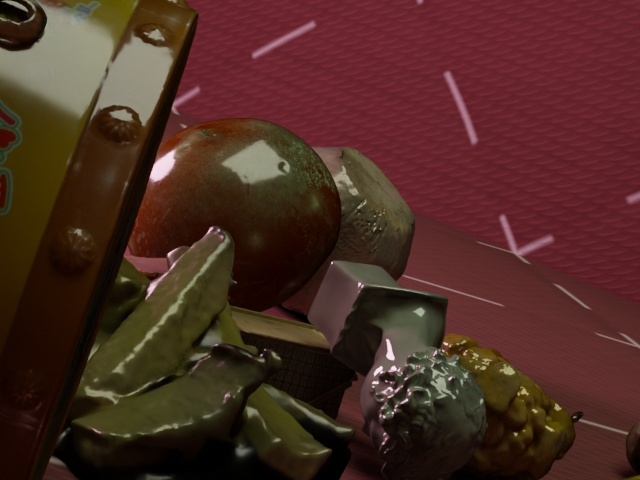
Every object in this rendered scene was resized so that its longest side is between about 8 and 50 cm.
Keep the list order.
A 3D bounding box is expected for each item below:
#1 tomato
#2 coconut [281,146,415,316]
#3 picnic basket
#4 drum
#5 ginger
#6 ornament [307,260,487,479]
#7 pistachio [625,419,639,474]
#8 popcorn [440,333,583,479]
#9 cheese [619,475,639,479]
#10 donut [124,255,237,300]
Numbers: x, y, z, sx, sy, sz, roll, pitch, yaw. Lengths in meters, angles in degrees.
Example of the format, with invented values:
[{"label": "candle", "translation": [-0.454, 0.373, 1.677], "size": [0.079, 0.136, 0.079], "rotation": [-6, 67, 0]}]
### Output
[{"label": "tomato", "translation": [-0.114, -0.040, 2.158], "size": [0.270, 0.223, 0.270], "rotation": [-16, 31, 10]}, {"label": "coconut", "translation": [0.000, 0.001, 2.375], "size": [0.227, 0.230, 0.227], "rotation": [42, 19, -18]}, {"label": "picnic basket", "translation": [-0.053, 0.130, 1.871], "size": [0.164, 0.079, 0.115], "rotation": [15, 8, -27]}, {"label": "drum", "translation": [-0.244, -0.002, 1.191], "size": [0.214, 0.431, 0.431], "rotation": [20, 9, -5]}, {"label": "ginger", "translation": [-0.154, 0.080, 1.566], "size": [0.413, 0.211, 0.358], "rotation": [20, 11, 5]}, {"label": "ornament", "translation": [0.084, 0.121, 1.765], "size": [0.120, 0.130, 0.285], "rotation": [13, 35, -27]}, {"label": "pistachio", "translation": [0.428, 0.243, 2.095], "size": [0.113, 0.113, 0.149], "rotation": [24, 15, 32]}, {"label": "popcorn", "translation": [0.166, 0.183, 1.847], "size": [0.194, 0.140, 0.163], "rotation": [35, 7, 26]}, {"label": "cheese", "translation": [0.381, 0.295, 1.801], "size": [0.177, 0.069, 0.270], "rotation": [28, 9, 42]}, {"label": "donut", "translation": [-0.222, 0.049, 1.935], "size": [0.232, 0.085, 0.199], "rotation": [14, 10, 25]}]
